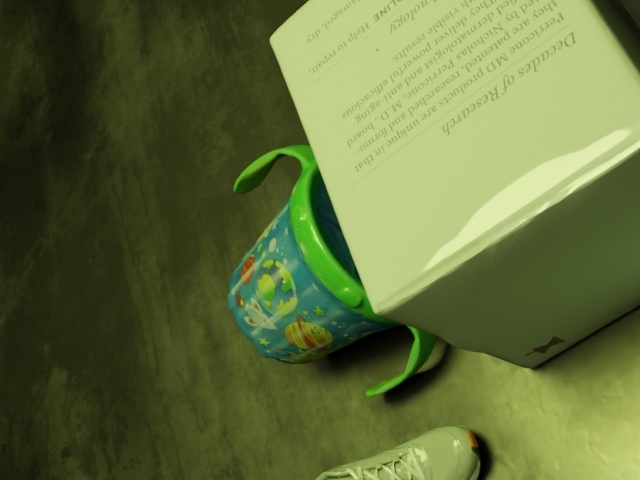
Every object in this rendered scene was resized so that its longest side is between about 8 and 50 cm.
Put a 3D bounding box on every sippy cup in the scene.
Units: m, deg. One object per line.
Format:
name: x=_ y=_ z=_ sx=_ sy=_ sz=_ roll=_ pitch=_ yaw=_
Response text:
sippy cup: x=0.004 y=0.045 z=1.265 sx=0.224 sy=0.240 sz=0.305 roll=-41 pitch=43 yaw=36

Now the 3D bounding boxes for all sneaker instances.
sneaker: x=0.071 y=0.300 z=1.173 sx=0.262 sy=0.121 sz=0.099 roll=-36 pitch=55 yaw=25

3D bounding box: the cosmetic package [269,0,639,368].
cosmetic package: x=0.207 y=-0.124 z=1.069 sx=0.327 sy=0.329 sz=0.393 roll=-36 pitch=55 yaw=24
